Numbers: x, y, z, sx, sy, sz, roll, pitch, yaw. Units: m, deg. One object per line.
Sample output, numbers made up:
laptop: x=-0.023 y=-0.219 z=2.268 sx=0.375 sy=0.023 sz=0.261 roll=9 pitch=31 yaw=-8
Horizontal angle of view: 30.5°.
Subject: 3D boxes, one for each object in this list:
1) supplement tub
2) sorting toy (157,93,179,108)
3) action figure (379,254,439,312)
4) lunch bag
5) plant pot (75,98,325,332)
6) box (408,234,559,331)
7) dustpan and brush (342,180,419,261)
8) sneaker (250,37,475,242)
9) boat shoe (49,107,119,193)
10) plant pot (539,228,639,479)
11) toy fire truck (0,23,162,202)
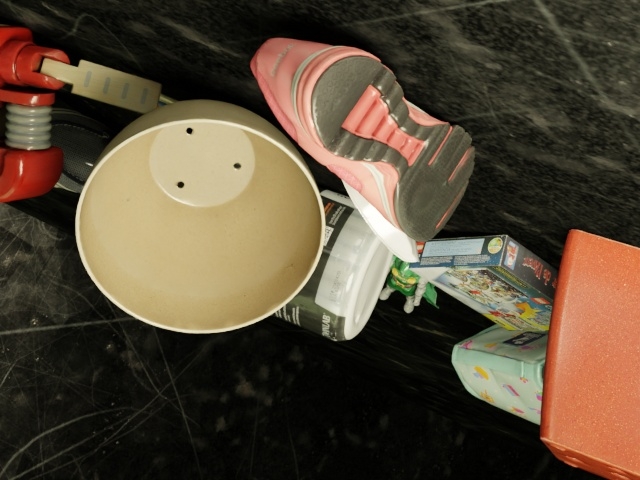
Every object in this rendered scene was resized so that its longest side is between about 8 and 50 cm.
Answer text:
supplement tub: x=-0.069 y=0.002 z=1.633 sx=0.316 sy=0.193 sz=0.193 roll=21 pitch=170 yaw=14
sorting toy: x=-0.181 y=-0.166 z=1.527 sx=0.083 sy=0.012 sz=0.062 roll=24 pitch=169 yaw=-1
action figure: x=0.135 y=0.064 z=1.895 sx=0.137 sy=0.063 sz=0.232 roll=25 pitch=167 yaw=8
lunch bag: x=0.370 y=0.220 z=1.900 sx=0.262 sy=0.160 sz=0.223 roll=23 pitch=172 yaw=-31
plant pot: x=-0.143 y=-0.058 z=1.420 sx=0.284 sy=0.284 sz=0.191 roll=27 pitch=-155 yaw=-19
box: x=0.255 y=0.063 z=1.589 sx=0.233 sy=0.044 sz=0.159 roll=31 pitch=157 yaw=-37
dustpan and brush: x=0.037 y=-0.081 z=1.263 sx=0.060 sy=0.147 sz=0.211 roll=-20 pitch=130 yaw=11
sneaker: x=0.044 y=-0.109 z=1.148 sx=0.136 sy=0.116 sz=0.314 roll=33 pitch=175 yaw=39
boat shoe: x=-0.297 y=-0.113 z=1.807 sx=0.158 sy=0.127 sz=0.341 roll=6 pitch=169 yaw=38
plant pot: x=0.389 y=0.168 z=1.369 sx=0.267 sy=0.235 sz=0.267 roll=19 pitch=169 yaw=23
toy fire truck: x=-0.343 y=-0.152 z=1.455 sx=0.246 sy=0.217 sz=0.158 roll=12 pitch=-166 yaw=28
